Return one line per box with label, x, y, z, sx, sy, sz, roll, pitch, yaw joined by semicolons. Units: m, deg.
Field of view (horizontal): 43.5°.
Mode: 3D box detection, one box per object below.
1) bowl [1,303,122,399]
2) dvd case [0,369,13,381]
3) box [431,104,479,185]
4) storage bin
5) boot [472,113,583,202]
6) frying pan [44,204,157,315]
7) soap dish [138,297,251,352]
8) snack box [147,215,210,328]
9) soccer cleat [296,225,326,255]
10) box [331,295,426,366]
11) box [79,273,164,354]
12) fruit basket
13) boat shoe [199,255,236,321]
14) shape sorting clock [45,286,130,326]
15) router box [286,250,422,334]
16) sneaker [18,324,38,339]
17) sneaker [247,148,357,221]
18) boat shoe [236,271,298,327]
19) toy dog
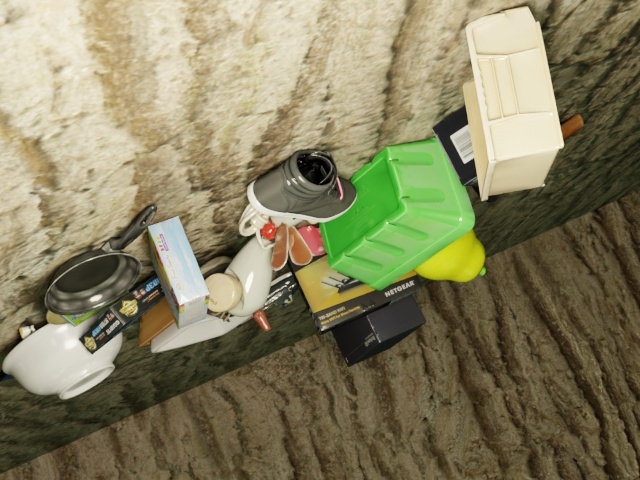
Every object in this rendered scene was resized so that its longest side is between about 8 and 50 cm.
bowl;-0.582;0.282;1.899;0.298;0.134;0.298;-33;169;-8
dvd case;-0.691;0.297;2.092;0.253;0.022;0.180;-11;160;-44
box;0.364;-0.209;1.777;0.108;0.153;0.207;-33;163;31
storage bin;0.330;-0.234;1.423;0.123;0.260;0.262;-9;168;7
boot;0.566;-0.235;2.232;0.280;0.096;0.264;-36;170;-19
frying pan;-0.431;0.041;1.533;0.197;0.053;0.326;-18;151;-31
soap dish;-0.317;0.187;2.133;0.291;0.118;0.229;-8;158;-49
snack box;-0.289;0.070;1.628;0.070;0.174;0.207;-20;165;-15
soccer cleat;0.000;0.000;2.085;0.248;0.083;0.095;-16;169;-42
box;0.141;0.201;2.578;0.179;0.312;0.343;-20;166;-22
box;-0.419;0.149;1.805;0.175;0.051;0.220;-38;-178;41
fruit basket;0.229;-0.039;1.887;0.392;0.282;0.392;-11;156;-5
boat shoe;-0.223;0.117;1.903;0.132;0.130;0.355;-41;171;25
shape sorting clock;-0.494;0.118;1.728;0.206;0.040;0.206;-32;162;-11
router box;0.089;0.087;2.211;0.309;0.242;0.081;-24;166;-9
sneaker;-0.657;0.214;1.820;0.037;0.031;0.083;-20;166;-19
sneaker;0.007;-0.111;1.612;0.296;0.104;0.147;-3;160;-47
boat shoe;-0.138;0.170;2.439;0.303;0.091;0.114;-25;167;0
toy dog;-0.105;0.059;1.709;0.220;0.161;0.333;-26;153;-58
